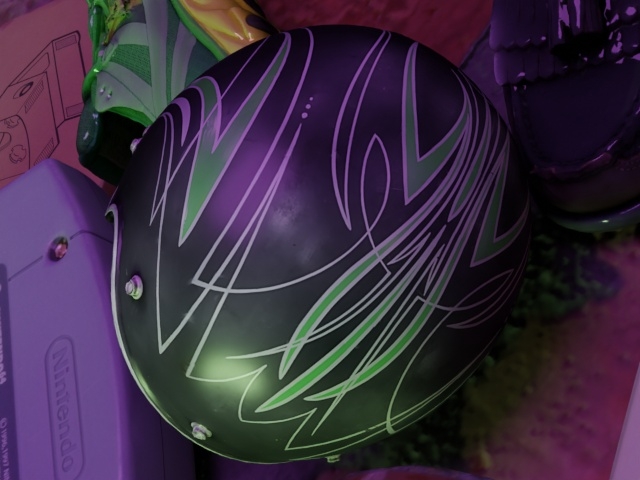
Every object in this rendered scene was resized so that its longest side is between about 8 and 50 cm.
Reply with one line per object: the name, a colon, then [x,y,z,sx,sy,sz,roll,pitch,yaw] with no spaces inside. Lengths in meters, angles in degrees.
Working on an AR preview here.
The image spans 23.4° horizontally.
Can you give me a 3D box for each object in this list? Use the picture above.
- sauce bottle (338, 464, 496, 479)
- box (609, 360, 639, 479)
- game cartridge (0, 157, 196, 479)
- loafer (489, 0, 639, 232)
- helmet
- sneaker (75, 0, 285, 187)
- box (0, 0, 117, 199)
sauce bottle: [0.003,0.234,0.431,0.111,0.111,0.344,-9,49,39]
box: [0.137,0.115,0.428,0.113,0.094,0.275,-1,58,42]
game cartridge: [-0.148,0.114,0.708,0.198,0.062,0.297,-28,50,20]
loafer: [0.119,-0.149,0.659,0.109,0.095,0.303,-10,53,36]
helmet: [0.000,0.000,0.600,0.169,0.169,0.161,-44,23,7]
sneaker: [-0.088,-0.095,0.794,0.123,0.109,0.295,-43,43,7]
box: [-0.164,-0.069,0.925,0.164,0.021,0.201,-13,52,37]
